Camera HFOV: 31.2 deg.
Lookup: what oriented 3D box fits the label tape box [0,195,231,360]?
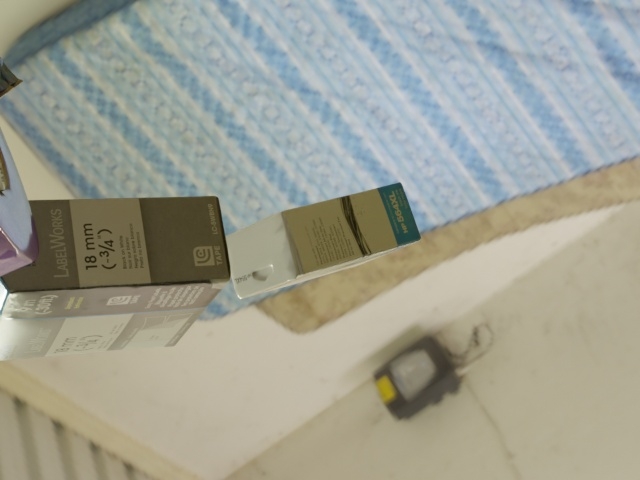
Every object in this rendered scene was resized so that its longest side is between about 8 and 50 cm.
[{"bbox_3d":[-0.291,0.045,1.211,0.240,0.334,0.106,133,130,-59],"label":"label tape box"}]

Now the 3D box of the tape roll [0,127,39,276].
[{"bbox_3d":[-0.263,-0.095,0.668,0.275,0.090,0.274,155,90,-83],"label":"tape roll"}]

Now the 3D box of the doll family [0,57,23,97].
[{"bbox_3d":[-0.337,-0.160,1.017,0.111,0.076,0.193,53,-169,-13],"label":"doll family"}]

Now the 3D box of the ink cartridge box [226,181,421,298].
[{"bbox_3d":[0.000,0.000,1.453,0.203,0.148,0.086,-14,-96,-40],"label":"ink cartridge box"}]
